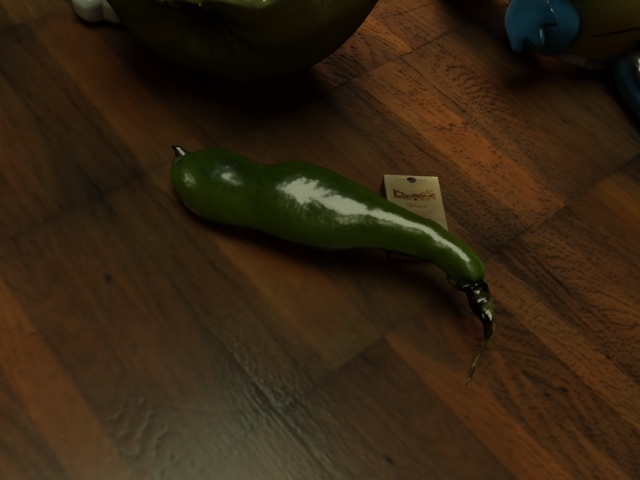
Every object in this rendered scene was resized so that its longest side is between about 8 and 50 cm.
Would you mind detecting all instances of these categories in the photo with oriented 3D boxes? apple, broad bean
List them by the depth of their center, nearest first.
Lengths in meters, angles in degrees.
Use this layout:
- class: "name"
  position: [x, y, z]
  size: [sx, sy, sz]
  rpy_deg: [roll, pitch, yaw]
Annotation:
- class: "broad bean"
  position: [0.006, -0.009, 0.605]
  size: [0.318, 0.056, 0.098]
  rpy_deg: [30, 78, 14]
- class: "apple"
  position: [-0.084, -0.285, 0.702]
  size: [0.295, 0.233, 0.258]
  rpy_deg: [25, 67, -13]

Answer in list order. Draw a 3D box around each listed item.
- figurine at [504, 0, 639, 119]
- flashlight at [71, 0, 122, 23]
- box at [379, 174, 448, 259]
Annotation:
- class: "figurine"
  position: [0.315, -0.278, 0.797]
  size: [0.416, 0.243, 0.298]
  rpy_deg: [15, 95, 5]
- class: "flashlight"
  position: [-0.272, -0.304, 0.799]
  size: [0.200, 0.047, 0.093]
  rpy_deg: [37, 56, 17]
- class: "box"
  position: [0.084, -0.021, 0.658]
  size: [0.053, 0.024, 0.083]
  rpy_deg: [3, 51, -7]
